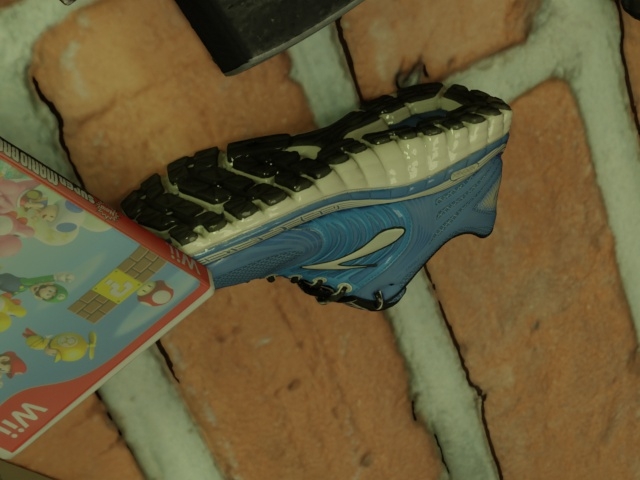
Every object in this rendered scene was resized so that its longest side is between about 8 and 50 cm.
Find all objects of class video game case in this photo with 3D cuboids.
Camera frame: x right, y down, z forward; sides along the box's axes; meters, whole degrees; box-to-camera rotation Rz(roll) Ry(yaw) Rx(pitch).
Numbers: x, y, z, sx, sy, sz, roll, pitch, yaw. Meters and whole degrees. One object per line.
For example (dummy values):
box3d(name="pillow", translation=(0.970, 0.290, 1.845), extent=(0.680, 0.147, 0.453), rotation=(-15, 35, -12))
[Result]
box3d(name="video game case", translation=(-0.233, 0.019, 0.734), extent=(0.204, 0.025, 0.285), rotation=(-39, 130, 20))

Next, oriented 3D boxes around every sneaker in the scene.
box3d(name="sneaker", translation=(0.000, 0.000, 0.888), extent=(0.330, 0.130, 0.147), rotation=(-18, 116, -20))

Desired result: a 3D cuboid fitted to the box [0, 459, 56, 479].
box3d(name="box", translation=(-0.183, 0.255, 0.923), extent=(0.275, 0.094, 0.113), rotation=(28, 97, -34))

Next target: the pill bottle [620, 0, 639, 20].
box3d(name="pill bottle", translation=(0.299, -0.274, 0.928), extent=(0.123, 0.123, 0.219), rotation=(-8, 115, -25))

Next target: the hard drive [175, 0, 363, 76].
box3d(name="hard drive", translation=(0.004, -0.238, 0.828), extent=(0.254, 0.054, 0.172), rotation=(-39, 124, -8))

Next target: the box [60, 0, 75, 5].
box3d(name="box", translation=(-0.053, -0.310, 0.684), extent=(0.381, 0.191, 0.143), rotation=(-38, 124, -8))
